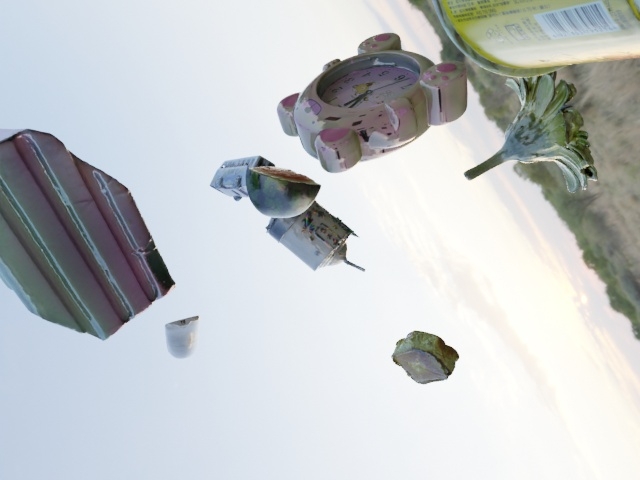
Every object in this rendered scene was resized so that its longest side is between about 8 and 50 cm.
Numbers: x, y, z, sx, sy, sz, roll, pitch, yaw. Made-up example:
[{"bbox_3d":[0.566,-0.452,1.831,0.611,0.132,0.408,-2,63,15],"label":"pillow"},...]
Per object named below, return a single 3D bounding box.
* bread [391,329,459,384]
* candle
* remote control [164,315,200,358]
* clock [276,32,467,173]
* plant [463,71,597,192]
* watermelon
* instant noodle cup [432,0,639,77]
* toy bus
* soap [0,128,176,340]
[{"bbox_3d":[0.249,0.280,1.160,0.128,0.140,0.069,41,-130,-8],"label":"bread"},{"bbox_3d":[0.000,0.000,1.503,0.330,0.187,0.187,40,-155,2],"label":"candle"},{"bbox_3d":[-0.301,0.221,1.058,0.073,0.229,0.044,-10,-115,-21],"label":"remote control"},{"bbox_3d":[0.090,-0.266,0.921,0.284,0.309,0.114,49,165,42],"label":"clock"},{"bbox_3d":[0.515,-0.226,1.123,0.261,0.297,0.306,11,-142,-29],"label":"plant"},{"bbox_3d":[-0.079,-0.109,0.903,0.135,0.125,0.094,33,-132,-31],"label":"watermelon"},{"bbox_3d":[0.303,-0.324,0.478,0.325,0.325,0.254,43,-174,-26],"label":"instant noodle cup"},{"bbox_3d":[-0.273,-0.219,1.694,0.109,0.329,0.136,31,-103,-33],"label":"toy bus"},{"bbox_3d":[-0.357,-0.009,0.672,0.193,0.109,0.324,-42,-44,-33],"label":"soap"}]
